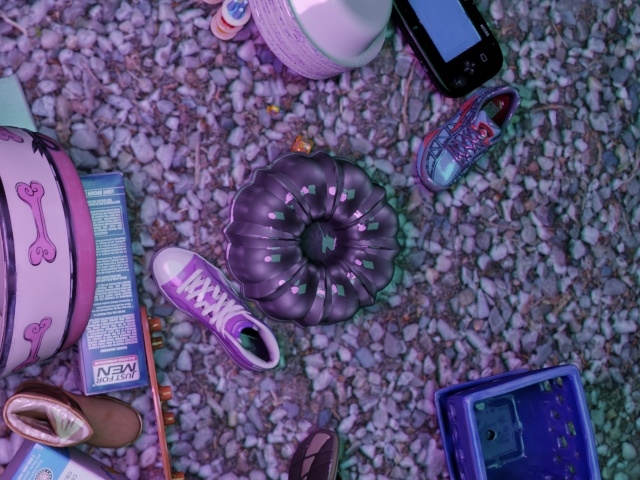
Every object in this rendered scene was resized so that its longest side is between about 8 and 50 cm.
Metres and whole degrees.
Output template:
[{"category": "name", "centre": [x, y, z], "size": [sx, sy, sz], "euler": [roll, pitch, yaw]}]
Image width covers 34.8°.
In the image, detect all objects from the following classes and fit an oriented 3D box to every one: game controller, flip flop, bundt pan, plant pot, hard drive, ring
[{"category": "game controller", "centre": [0.222, -0.432, 1.950], "size": [0.166, 0.067, 0.319], "euler": [-34, 97, -16]}, {"category": "flip flop", "centre": [0.007, 0.474, 1.816], "size": [0.080, 0.112, 0.277], "euler": [3, 82, -42]}, {"category": "bundt pan", "centre": [0.000, 0.000, 1.806], "size": [0.331, 0.124, 0.330], "euler": [-1, 93, -17]}, {"category": "plant pot", "centre": [0.341, 0.356, 1.857], "size": [0.236, 0.212, 0.235], "euler": [-12, 91, -17]}, {"category": "hard drive", "centre": [-0.538, -0.206, 1.735], "size": [0.094, 0.022, 0.135], "euler": [-21, 92, -16]}, {"category": "ring", "centre": [-0.248, 0.266, 1.624], "size": [0.032, 0.336, 0.336], "euler": [-9, 89, -10]}]

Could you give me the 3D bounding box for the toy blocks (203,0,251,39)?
[{"category": "toy blocks", "centre": [-0.166, -0.428, 1.793], "size": [0.054, 0.148, 0.123], "euler": [-21, 93, -17]}]

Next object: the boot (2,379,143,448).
[{"category": "boot", "centre": [-0.384, 0.290, 1.618], "size": [0.236, 0.269, 0.089], "euler": [16, 82, -15]}]

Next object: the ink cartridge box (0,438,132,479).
[{"category": "ink cartridge box", "centre": [-0.395, 0.458, 1.641], "size": [0.270, 0.197, 0.198], "euler": [33, 79, -13]}]

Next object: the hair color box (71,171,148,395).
[{"category": "hair color box", "centre": [-0.365, 0.071, 1.688], "size": [0.105, 0.174, 0.347], "euler": [-6, 88, -18]}]

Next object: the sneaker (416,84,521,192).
[{"category": "sneaker", "centre": [0.280, -0.202, 1.920], "size": [0.104, 0.125, 0.262], "euler": [41, 77, -10]}]

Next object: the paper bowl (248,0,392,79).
[{"category": "paper bowl", "centre": [0.016, -0.434, 1.784], "size": [0.284, 0.148, 0.284], "euler": [14, 72, -47]}]

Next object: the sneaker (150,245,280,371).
[{"category": "sneaker", "centre": [-0.170, 0.112, 1.751], "size": [0.282, 0.161, 0.102], "euler": [44, 78, -8]}]

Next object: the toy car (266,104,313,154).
[{"category": "toy car", "centre": [-0.062, -0.189, 1.863], "size": [0.122, 0.040, 0.060], "euler": [42, 76, -10]}]

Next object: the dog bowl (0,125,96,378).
[{"category": "dog bowl", "centre": [-0.478, 0.010, 1.561], "size": [0.150, 0.408, 0.407], "euler": [-7, 88, -35]}]
